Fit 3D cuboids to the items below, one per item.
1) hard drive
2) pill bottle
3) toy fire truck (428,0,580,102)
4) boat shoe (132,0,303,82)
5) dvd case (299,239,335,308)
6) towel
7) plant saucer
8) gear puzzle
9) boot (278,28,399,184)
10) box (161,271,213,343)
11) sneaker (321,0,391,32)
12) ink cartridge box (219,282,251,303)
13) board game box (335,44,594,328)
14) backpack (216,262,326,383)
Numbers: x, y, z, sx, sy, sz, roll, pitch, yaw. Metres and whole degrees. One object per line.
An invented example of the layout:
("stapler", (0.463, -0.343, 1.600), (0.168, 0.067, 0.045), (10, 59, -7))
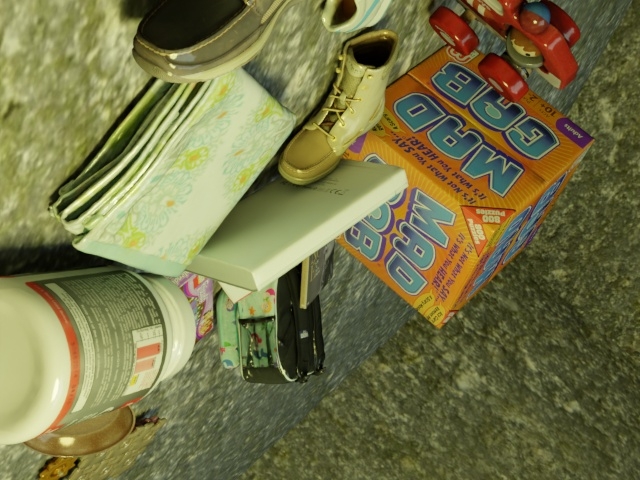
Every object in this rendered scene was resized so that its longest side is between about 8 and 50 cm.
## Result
("hard drive", (-0.054, -0.039, 1.719), (0.353, 0.233, 0.047), (-34, 121, -33))
("pill bottle", (-0.333, 0.141, 1.418), (0.210, 0.210, 0.363), (-54, 163, 17))
("toy fire truck", (0.315, -0.383, 1.761), (0.169, 0.302, 0.254), (-45, 168, 5))
("boat shoe", (-0.091, -0.316, 1.194), (0.355, 0.132, 0.130), (-48, 157, -34))
("dvd case", (0.000, 0.000, 1.991), (0.164, 0.018, 0.221), (-46, 143, -62))
("towel", (-0.188, -0.102, 1.459), (0.320, 0.090, 0.374), (-49, 164, 3))
("plant saucer", (-0.413, 0.296, 1.735), (0.198, 0.036, 0.198), (-7, 136, -7))
("gear puzzle", (-0.460, 0.438, 2.091), (0.175, 0.044, 0.339), (-52, 161, 18))
("boot", (0.033, -0.226, 1.736), (0.262, 0.095, 0.203), (-42, 163, -29))
("box", (-0.281, 0.145, 1.839), (0.201, 0.057, 0.293), (-42, 163, -23))
("sneaker", (0.073, -0.392, 1.478), (0.092, 0.087, 0.229), (-31, 154, -42))
("ink cartridge box", (-0.128, 0.028, 1.786), (0.109, 0.063, 0.150), (-34, -154, 4))
("board game box", (0.264, -0.120, 2.115), (0.356, 0.356, 0.356), (-38, 161, -32))
("backpack", (-0.094, 0.146, 2.056), (0.225, 0.191, 0.253), (-7, 97, -67))
